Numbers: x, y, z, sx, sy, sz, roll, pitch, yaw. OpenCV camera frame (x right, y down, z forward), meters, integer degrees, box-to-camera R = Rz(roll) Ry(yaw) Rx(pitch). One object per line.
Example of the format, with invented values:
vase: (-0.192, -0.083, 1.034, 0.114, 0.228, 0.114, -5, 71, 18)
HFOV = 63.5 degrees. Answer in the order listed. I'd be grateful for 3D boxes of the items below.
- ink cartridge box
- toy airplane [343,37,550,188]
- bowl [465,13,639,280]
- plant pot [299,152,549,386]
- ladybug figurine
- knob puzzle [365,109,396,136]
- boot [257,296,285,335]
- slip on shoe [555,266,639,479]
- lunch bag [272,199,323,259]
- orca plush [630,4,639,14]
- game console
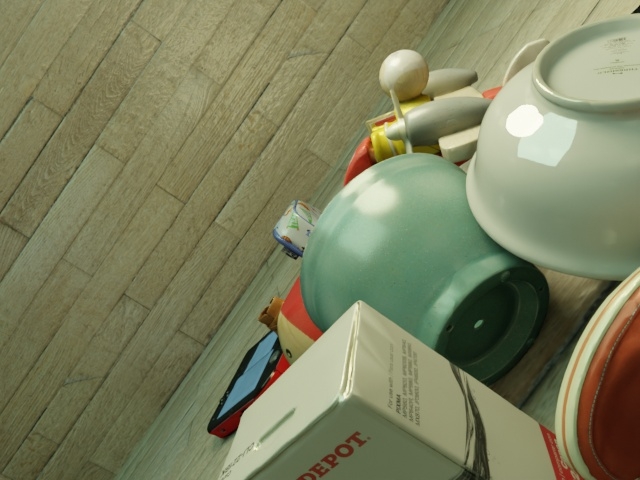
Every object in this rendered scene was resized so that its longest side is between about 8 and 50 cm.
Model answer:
ink cartridge box: (0.073, 0.210, 0.450, 0.197, 0.272, 0.114, -48, 14, 28)
toy airplane: (0.222, -0.227, 0.905, 0.384, 0.272, 0.386, -45, 13, -20)
bowl: (0.282, -0.117, 0.492, 0.297, 0.134, 0.298, -14, 44, 14)
plant pot: (0.148, 0.063, 0.642, 0.293, 0.293, 0.196, -54, 40, 6)
ladybug figurine: (0.055, 0.087, 1.101, 0.450, 0.161, 0.305, -56, 12, -3)
knob puzzle: (0.231, -0.246, 1.280, 0.213, 0.213, 0.030, -47, 14, 34)
boot: (-0.052, 0.178, 1.289, 0.197, 0.152, 0.073, -51, 13, 20)
slip on shoe: (0.303, 0.057, 0.372, 0.331, 0.123, 0.101, -49, 17, 8)
lunch bag: (0.000, 0.000, 1.376, 0.115, 0.243, 0.303, -54, 7, 11)
orca plush: (0.383, -0.222, 0.660, 0.287, 0.102, 0.151, -48, 40, -5)
game console: (-0.178, 0.369, 1.492, 0.386, 0.060, 0.342, -44, 17, 39)
